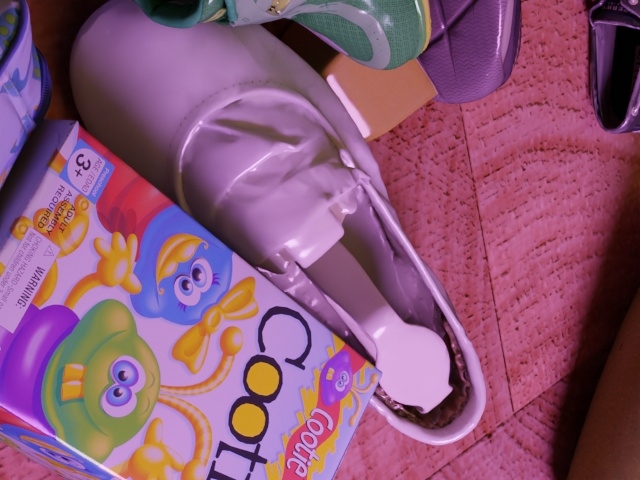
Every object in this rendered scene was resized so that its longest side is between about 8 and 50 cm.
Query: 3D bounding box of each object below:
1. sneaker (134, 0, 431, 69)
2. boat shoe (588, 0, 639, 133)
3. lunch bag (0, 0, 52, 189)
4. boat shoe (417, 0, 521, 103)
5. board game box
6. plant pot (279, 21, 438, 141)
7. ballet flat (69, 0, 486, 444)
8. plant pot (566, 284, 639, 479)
[{"bbox_3d":[-0.051,-0.166,0.793,0.295,0.109,0.124,30,78,-43],"label":"sneaker"},{"bbox_3d":[0.269,-0.200,1.198,0.070,0.077,0.219,-13,106,-45],"label":"boat shoe"},{"bbox_3d":[-0.241,-0.044,0.649,0.090,0.176,0.219,99,13,-72],"label":"lunch bag"},{"bbox_3d":[0.092,-0.276,0.970,0.130,0.132,0.355,-25,111,-44],"label":"boat shoe"},{"bbox_3d":[-0.117,0.064,0.797,0.275,0.144,0.142,41,67,-39],"label":"board game box"},{"bbox_3d":[0.012,-0.110,0.953,0.083,0.081,0.081,-44,127,-9],"label":"plant pot"},{"bbox_3d":[0.000,0.000,0.898,0.400,0.139,0.139,50,61,-38],"label":"ballet flat"},{"bbox_3d":[0.350,0.153,1.220,0.293,0.275,0.275,-52,129,-8],"label":"plant pot"}]
